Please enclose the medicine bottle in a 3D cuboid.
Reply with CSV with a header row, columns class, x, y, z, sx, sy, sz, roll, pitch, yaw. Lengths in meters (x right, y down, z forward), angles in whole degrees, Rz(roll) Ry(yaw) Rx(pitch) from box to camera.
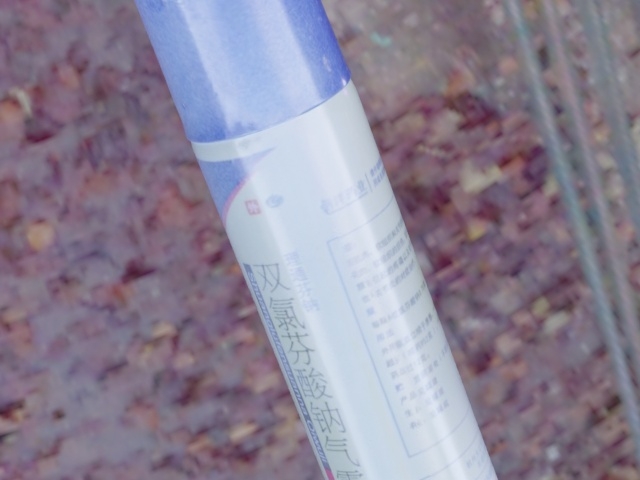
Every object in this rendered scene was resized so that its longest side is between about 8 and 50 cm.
class,x,y,z,sx,sy,sz,roll,pitch,yaw
medicine bottle,0.000,0.000,0.591,0.059,0.059,0.231,-23,108,-5
